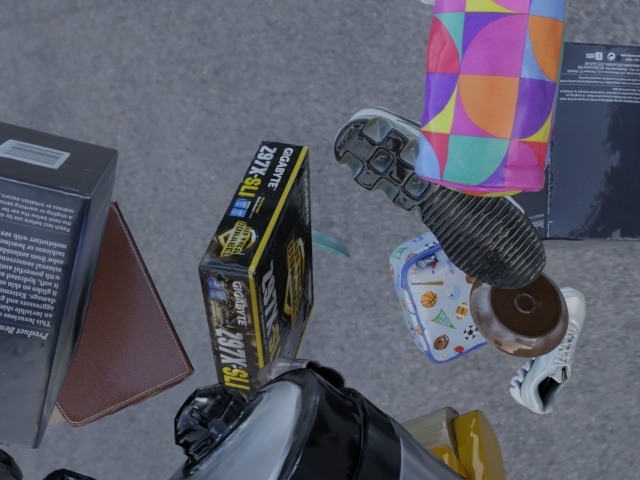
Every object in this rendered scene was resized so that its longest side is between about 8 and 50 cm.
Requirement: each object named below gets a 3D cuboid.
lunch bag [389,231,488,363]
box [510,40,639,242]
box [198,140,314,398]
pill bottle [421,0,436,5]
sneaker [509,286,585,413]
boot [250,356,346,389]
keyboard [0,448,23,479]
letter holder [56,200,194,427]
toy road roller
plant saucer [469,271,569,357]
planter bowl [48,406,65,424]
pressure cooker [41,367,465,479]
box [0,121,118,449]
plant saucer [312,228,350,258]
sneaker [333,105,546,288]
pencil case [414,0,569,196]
[{"bbox_3d":[0.298,0.109,1.843,0.115,0.243,0.303,-129,19,-64],"label":"lunch bag"},{"bbox_3d":[0.423,-0.144,1.432,0.179,0.343,0.312,3,87,-4],"label":"box"},{"bbox_3d":[-0.076,0.065,1.149,0.079,0.257,0.322,10,134,12],"label":"box"},{"bbox_3d":[0.181,-0.384,1.254,0.043,0.083,0.043,16,122,27],"label":"pill bottle"},{"bbox_3d":[0.523,0.248,1.815,0.118,0.110,0.292,-124,52,-78],"label":"sneaker"},{"bbox_3d":[-0.009,0.147,0.817,0.087,0.118,0.042,-16,58,42],"label":"boot"},{"bbox_3d":[-0.348,0.185,0.660,0.100,0.192,0.038,91,166,-55],"label":"keyboard"},{"bbox_3d":[-0.365,0.128,1.318,0.301,0.215,0.152,64,164,6],"label":"letter holder"},{"bbox_3d":[0.104,0.319,1.007,0.203,0.240,0.329,-25,31,19],"label":"toy road roller"},{"bbox_3d":[0.383,0.123,1.554,0.036,0.199,0.198,109,140,-63],"label":"plant saucer"},{"bbox_3d":[-0.482,0.266,1.529,0.162,0.109,0.162,-17,69,53],"label":"planter bowl"},{"bbox_3d":[-0.023,0.293,0.538,0.420,0.375,0.370,42,113,-8],"label":"pressure cooker"},{"bbox_3d":[-0.362,0.036,0.964,0.296,0.183,0.294,-114,39,-72],"label":"box"},{"bbox_3d":[0.000,0.000,1.424,0.119,0.119,0.021,19,86,38],"label":"plant saucer"},{"bbox_3d":[0.177,-0.074,1.114,0.330,0.146,0.122,41,120,-6],"label":"sneaker"},{"bbox_3d":[0.124,-0.149,0.581,0.104,0.104,0.236,10,98,39],"label":"pencil case"}]
